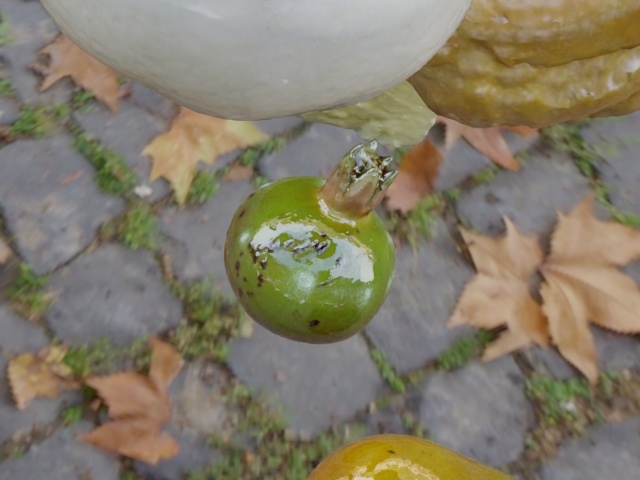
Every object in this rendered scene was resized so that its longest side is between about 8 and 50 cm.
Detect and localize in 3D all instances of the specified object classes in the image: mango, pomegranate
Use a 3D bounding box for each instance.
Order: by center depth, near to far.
[{"bbox_3d":[0.089,0.268,1.368,0.254,0.139,0.175,27,105,-30],"label":"mango"},{"bbox_3d":[0.000,0.000,1.391,0.159,0.159,0.205,30,120,-5],"label":"pomegranate"}]

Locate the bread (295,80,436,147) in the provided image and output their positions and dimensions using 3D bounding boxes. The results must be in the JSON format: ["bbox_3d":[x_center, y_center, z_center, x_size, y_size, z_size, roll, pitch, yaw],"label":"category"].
[{"bbox_3d":[-0.048,-0.292,1.490,0.345,0.405,0.242,10,136,-12],"label":"bread"}]

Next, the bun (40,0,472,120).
[{"bbox_3d":[-0.028,-0.114,0.564,0.172,0.120,0.173,7,58,-12],"label":"bun"}]

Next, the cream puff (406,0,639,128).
[{"bbox_3d":[0.141,-0.242,1.011,0.327,0.231,0.343,-22,86,17],"label":"cream puff"}]
